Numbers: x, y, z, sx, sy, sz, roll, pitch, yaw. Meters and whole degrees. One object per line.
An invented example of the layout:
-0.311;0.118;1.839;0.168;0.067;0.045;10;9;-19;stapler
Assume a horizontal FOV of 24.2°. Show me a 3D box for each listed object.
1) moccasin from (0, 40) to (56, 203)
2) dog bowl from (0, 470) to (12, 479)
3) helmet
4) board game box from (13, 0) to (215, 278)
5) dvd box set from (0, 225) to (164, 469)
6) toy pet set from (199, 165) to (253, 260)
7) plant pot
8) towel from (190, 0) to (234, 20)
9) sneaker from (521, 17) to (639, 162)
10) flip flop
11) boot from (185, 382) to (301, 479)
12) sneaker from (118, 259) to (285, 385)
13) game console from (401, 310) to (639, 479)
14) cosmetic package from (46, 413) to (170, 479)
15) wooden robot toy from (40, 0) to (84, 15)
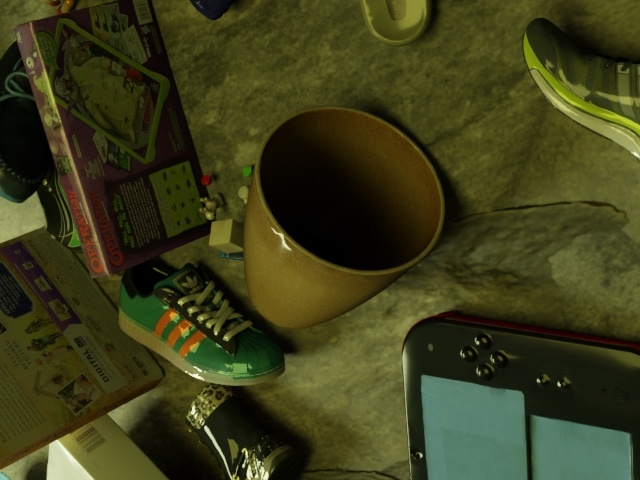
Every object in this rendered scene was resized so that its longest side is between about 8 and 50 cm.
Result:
-0.399;-0.196;2.038;0.117;0.342;0.137;-35;127;25;moccasin
-0.462;0.508;2.460;0.297;0.074;0.166;38;157;27;dog bowl
-0.316;-0.060;2.115;0.169;0.169;0.162;1;111;39;helmet
-0.271;-0.144;2.010;0.056;0.208;0.347;-8;101;41;board game box
-0.465;0.164;2.148;0.308;0.420;0.062;50;131;11;dvd box set
-0.103;-0.035;2.031;0.122;0.065;0.114;-7;67;38;toy pet set
0.000;0.000;1.858;0.237;0.237;0.254;49;146;13;plant pot
-0.121;-0.456;1.861;0.228;0.076;0.308;48;130;5;towel
0.348;-0.158;1.580;0.300;0.111;0.121;37;117;16;sneaker
0.062;-0.357;1.718;0.112;0.080;0.277;-7;105;20;flip flop
-0.127;0.329;2.170;0.178;0.085;0.236;46;134;25;boot
-0.175;0.106;2.097;0.302;0.108;0.121;21;124;34;sneaker
0.260;0.286;1.844;0.342;0.060;0.387;9;113;37;game console
-0.266;0.459;2.268;0.377;0.097;0.284;44;146;17;cosmetic package
-0.370;-0.341;2.100;0.173;0.079;0.076;50;131;14;wooden robot toy
